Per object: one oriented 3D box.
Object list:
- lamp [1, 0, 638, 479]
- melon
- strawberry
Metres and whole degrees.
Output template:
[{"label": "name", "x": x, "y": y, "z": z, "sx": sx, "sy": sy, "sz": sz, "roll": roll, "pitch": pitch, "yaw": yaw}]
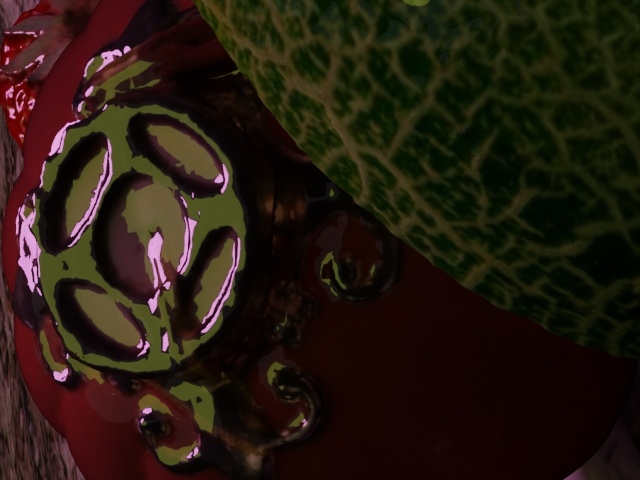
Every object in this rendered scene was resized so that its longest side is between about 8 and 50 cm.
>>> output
[{"label": "lamp", "x": 0.000, "y": 0.000, "z": 0.756, "sx": 0.303, "sy": 0.257, "sz": 0.303, "roll": -1, "pitch": 88, "yaw": 34}, {"label": "melon", "x": 0.105, "y": -0.138, "z": 0.553, "sx": 0.226, "sy": 0.331, "sz": 0.343, "roll": 25, "pitch": -138, "yaw": -66}, {"label": "strawberry", "x": -0.137, "y": -0.096, "z": 1.360, "sx": 0.244, "sy": 0.205, "sz": 0.205, "roll": 70, "pitch": 180, "yaw": -52}]
